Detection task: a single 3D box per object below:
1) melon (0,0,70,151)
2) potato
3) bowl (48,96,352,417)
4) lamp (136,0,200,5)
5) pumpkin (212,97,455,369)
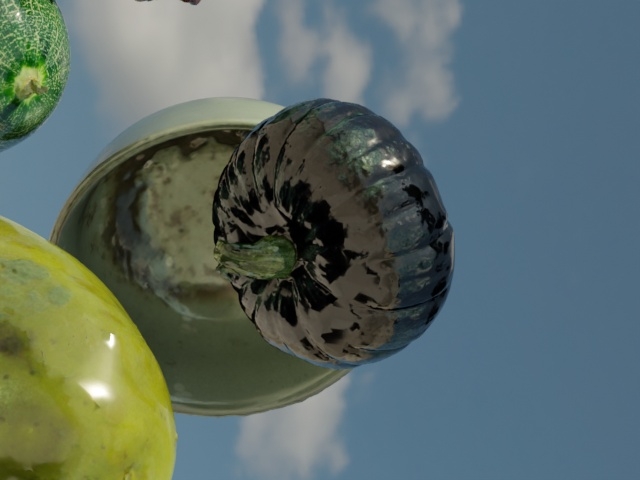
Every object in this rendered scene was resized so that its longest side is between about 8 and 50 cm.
[{"bbox_3d":[-0.296,-0.157,1.250,0.287,0.182,0.182,32,-51,38],"label":"melon"},{"bbox_3d":[-0.218,0.087,1.033,0.304,0.216,0.216,16,-62,34],"label":"potato"},{"bbox_3d":[-0.081,-0.007,1.367,0.146,0.289,0.289,-103,-164,-57],"label":"bowl"},{"bbox_3d":[-0.094,-0.303,1.316,0.215,0.151,0.223,111,-37,-50],"label":"lamp"},{"bbox_3d":[0.009,-0.004,1.171,0.150,0.194,0.194,-64,170,-49],"label":"pumpkin"}]
